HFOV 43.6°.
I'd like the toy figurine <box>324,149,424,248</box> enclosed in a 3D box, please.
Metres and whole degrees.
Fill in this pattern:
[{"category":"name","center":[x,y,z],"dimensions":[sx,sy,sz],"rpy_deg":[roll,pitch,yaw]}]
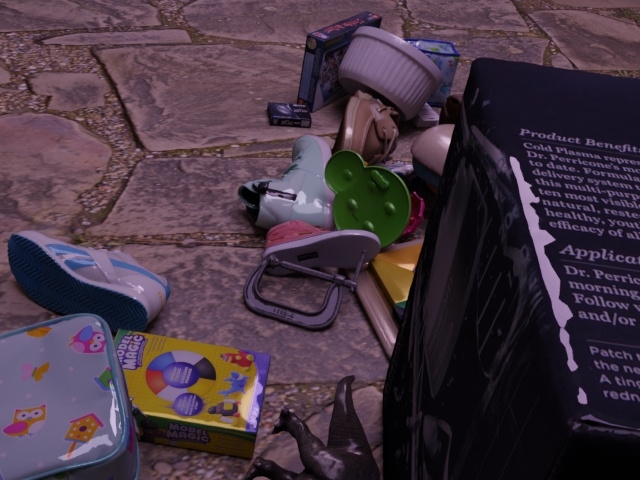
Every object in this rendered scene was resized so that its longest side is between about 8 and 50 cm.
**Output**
[{"category":"toy figurine","center":[0.100,-0.062,1.289],"dimensions":[0.173,0.130,0.159],"rpy_deg":[54,20,19]}]

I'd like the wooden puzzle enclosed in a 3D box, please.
[{"category":"wooden puzzle","center":[0.166,0.065,1.175],"dimensions":[0.221,0.044,0.238],"rpy_deg":[-13,39,-13]}]

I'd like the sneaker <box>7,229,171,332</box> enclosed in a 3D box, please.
[{"category":"sneaker","center":[-0.313,0.048,1.074],"dimensions":[0.229,0.087,0.092],"rpy_deg":[25,30,8]}]

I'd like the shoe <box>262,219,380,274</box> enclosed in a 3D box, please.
[{"category":"shoe","center":[0.000,0.000,1.209],"dimensions":[0.178,0.063,0.081],"rpy_deg":[-10,34,6]}]

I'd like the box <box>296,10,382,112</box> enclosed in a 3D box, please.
[{"category":"box","center":[0.042,-0.383,1.702],"dimensions":[0.044,0.159,0.233],"rpy_deg":[27,38,23]}]

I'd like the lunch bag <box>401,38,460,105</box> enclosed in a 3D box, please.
[{"category":"lunch bag","center":[0.217,-0.372,1.762],"dimensions":[0.151,0.128,0.096],"rpy_deg":[5,33,-9]}]

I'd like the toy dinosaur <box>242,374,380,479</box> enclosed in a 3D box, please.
[{"category":"toy dinosaur","center":[-0.004,0.274,0.836],"dimensions":[0.160,0.121,0.313],"rpy_deg":[29,33,4]}]

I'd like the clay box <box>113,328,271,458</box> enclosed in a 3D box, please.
[{"category":"clay box","center":[-0.178,0.176,0.948],"dimensions":[0.222,0.053,0.127],"rpy_deg":[10,37,-2]}]

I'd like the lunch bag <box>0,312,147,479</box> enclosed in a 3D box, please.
[{"category":"lunch bag","center":[-0.319,0.192,0.801],"dimensions":[0.279,0.107,0.224],"rpy_deg":[-15,40,-12]}]

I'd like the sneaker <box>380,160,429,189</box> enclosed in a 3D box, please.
[{"category":"sneaker","center":[0.156,-0.125,1.469],"dimensions":[0.135,0.052,0.058],"rpy_deg":[-6,32,-26]}]

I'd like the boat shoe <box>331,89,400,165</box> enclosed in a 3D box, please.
[{"category":"boat shoe","center":[0.092,-0.199,1.469],"dimensions":[0.110,0.121,0.341],"rpy_deg":[20,26,2]}]

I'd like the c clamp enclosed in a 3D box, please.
[{"category":"c clamp","center":[-0.025,0.061,1.147],"dimensions":[0.161,0.022,0.137],"rpy_deg":[11,63,4]}]

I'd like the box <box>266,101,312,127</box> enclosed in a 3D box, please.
[{"category":"box","center":[-0.063,-0.253,1.612],"dimensions":[0.083,0.018,0.067],"rpy_deg":[2,36,-12]}]

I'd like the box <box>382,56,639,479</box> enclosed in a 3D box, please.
[{"category":"box","center":[0.237,0.164,0.710],"dimensions":[0.298,0.479,0.471],"rpy_deg":[10,35,-1]}]

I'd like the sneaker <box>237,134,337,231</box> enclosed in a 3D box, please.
[{"category":"sneaker","center":[-0.061,-0.107,1.336],"dimensions":[0.151,0.094,0.255],"rpy_deg":[8,37,-15]}]

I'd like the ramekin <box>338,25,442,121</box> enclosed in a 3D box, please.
[{"category":"ramekin","center":[0.133,-0.331,1.628],"dimensions":[0.207,0.109,0.207],"rpy_deg":[31,-4,2]}]

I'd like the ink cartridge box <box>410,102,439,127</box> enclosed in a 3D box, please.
[{"category":"ink cartridge box","center":[0.217,-0.263,1.695],"dimensions":[0.048,0.028,0.083],"rpy_deg":[-5,38,-21]}]

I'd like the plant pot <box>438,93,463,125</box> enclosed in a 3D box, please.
[{"category":"plant pot","center":[0.328,-0.221,1.551],"dimensions":[0.165,0.166,0.167],"rpy_deg":[-2,37,-16]}]

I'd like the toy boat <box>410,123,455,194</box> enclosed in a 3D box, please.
[{"category":"toy boat","center":[0.280,-0.075,1.358],"dimensions":[0.268,0.148,0.318],"rpy_deg":[14,28,-25]}]
